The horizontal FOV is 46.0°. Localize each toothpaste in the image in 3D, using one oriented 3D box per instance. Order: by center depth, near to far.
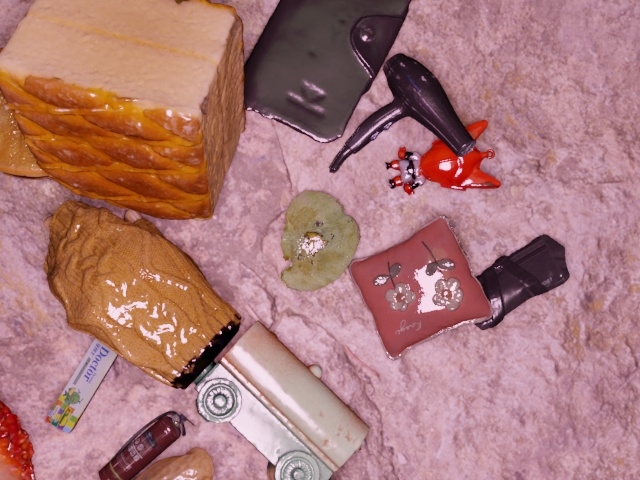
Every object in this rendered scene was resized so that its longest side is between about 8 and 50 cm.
[{"bbox_3d":[-0.360,0.214,1.155,0.046,0.034,0.164,31,87,-2],"label":"toothpaste"}]

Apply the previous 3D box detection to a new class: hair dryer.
[{"bbox_3d":[0.107,-0.162,1.166,0.219,0.075,0.196,-38,67,11],"label":"hair dryer"}]

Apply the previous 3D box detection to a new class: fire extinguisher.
[{"bbox_3d":[-0.263,0.313,1.146,0.158,0.043,0.064,-40,46,-4],"label":"fire extinguisher"}]

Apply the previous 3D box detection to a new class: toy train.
[{"bbox_3d":[-0.060,0.254,1.128,0.285,0.116,0.177,43,75,3],"label":"toy train"}]

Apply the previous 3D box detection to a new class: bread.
[{"bbox_3d":[-0.255,-0.187,1.038,0.278,0.279,0.207,14,63,-1],"label":"bread"},{"bbox_3d":[-0.445,-0.193,1.156,0.115,0.077,0.201,3,85,1],"label":"bread"}]

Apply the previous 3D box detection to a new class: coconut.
[{"bbox_3d":[-0.002,-0.002,1.163,0.133,0.055,0.158,-5,88,0],"label":"coconut"}]

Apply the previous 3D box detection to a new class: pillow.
[{"bbox_3d":[0.147,0.073,1.139,0.179,0.075,0.172,-27,83,13],"label":"pillow"}]

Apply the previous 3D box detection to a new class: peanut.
[{"bbox_3d":[-0.242,0.382,1.118,0.194,0.093,0.083,-34,125,0],"label":"peanut"}]

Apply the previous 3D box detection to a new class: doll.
[{"bbox_3d":[0.187,-0.119,1.170,0.168,0.057,0.109,-11,84,2],"label":"doll"}]

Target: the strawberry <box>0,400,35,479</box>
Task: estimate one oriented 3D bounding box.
[{"bbox_3d":[-0.557,0.268,1.119,0.233,0.138,0.306,-34,114,16],"label":"strawberry"}]

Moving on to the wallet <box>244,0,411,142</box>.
[{"bbox_3d":[0.022,-0.341,1.187,0.197,0.051,0.378,28,88,2],"label":"wallet"}]

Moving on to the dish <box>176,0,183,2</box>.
[{"bbox_3d":[-0.232,-0.417,1.142,0.108,0.221,0.263,31,75,-39],"label":"dish"}]

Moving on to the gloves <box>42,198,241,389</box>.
[{"bbox_3d":[-0.273,0.060,1.085,0.356,0.155,0.203,32,63,22],"label":"gloves"}]

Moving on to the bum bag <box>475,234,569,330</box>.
[{"bbox_3d":[0.296,0.067,1.169,0.197,0.049,0.087,-31,63,-2],"label":"bum bag"}]
